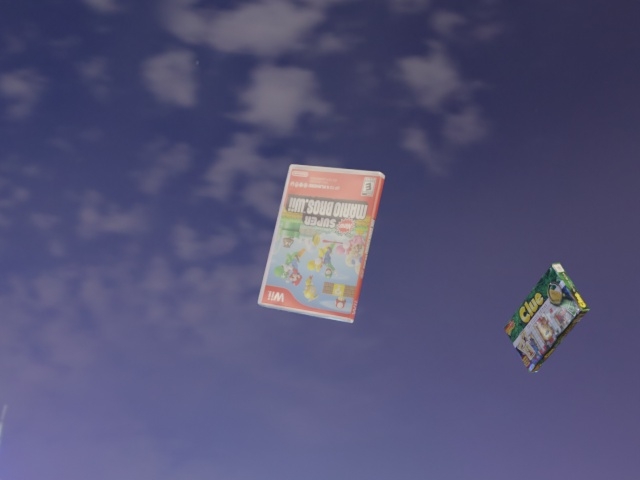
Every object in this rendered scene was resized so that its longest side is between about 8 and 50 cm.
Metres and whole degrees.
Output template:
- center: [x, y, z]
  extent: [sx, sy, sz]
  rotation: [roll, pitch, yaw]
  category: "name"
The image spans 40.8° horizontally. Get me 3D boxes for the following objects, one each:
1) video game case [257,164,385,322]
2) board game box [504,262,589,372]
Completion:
- center: [0.000, 0.000, 1.635]
  extent: [0.204, 0.285, 0.025]
  rotation: [8, -10, 30]
  category: "video game case"
- center: [0.523, 0.184, 2.012]
  extent: [0.030, 0.136, 0.260]
  rotation: [-5, -39, -24]
  category: "board game box"
